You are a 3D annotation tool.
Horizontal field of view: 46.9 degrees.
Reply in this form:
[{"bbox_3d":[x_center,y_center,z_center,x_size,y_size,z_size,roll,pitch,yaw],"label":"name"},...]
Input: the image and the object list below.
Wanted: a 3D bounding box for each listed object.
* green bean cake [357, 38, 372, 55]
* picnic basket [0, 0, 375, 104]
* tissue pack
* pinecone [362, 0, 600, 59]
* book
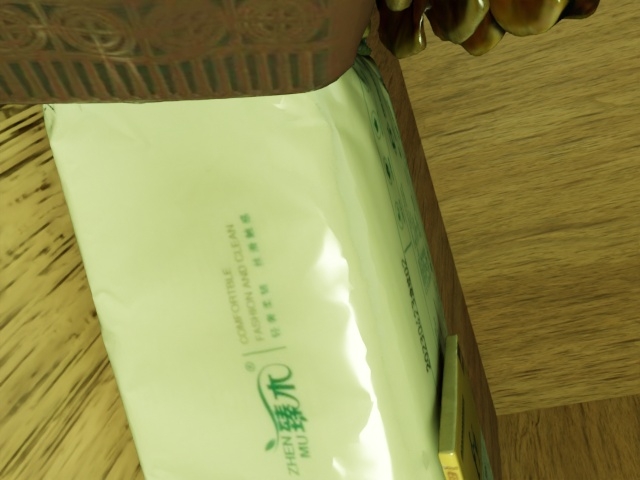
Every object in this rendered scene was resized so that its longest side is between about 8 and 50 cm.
[{"bbox_3d":[-0.021,-0.372,1.057,0.241,0.132,0.255,-46,120,-72],"label":"green bean cake"},{"bbox_3d":[-0.103,-0.165,0.361,0.129,0.297,0.222,88,1,-55],"label":"picnic basket"},{"bbox_3d":[-0.019,0.048,0.573,0.297,0.207,0.380,-35,112,-76],"label":"tissue pack"},{"bbox_3d":[0.057,-0.329,0.558,0.398,0.397,0.398,-13,90,-75],"label":"pinecone"},{"bbox_3d":[0.108,0.169,0.516,0.118,0.012,0.172,-71,147,-59],"label":"book"}]
